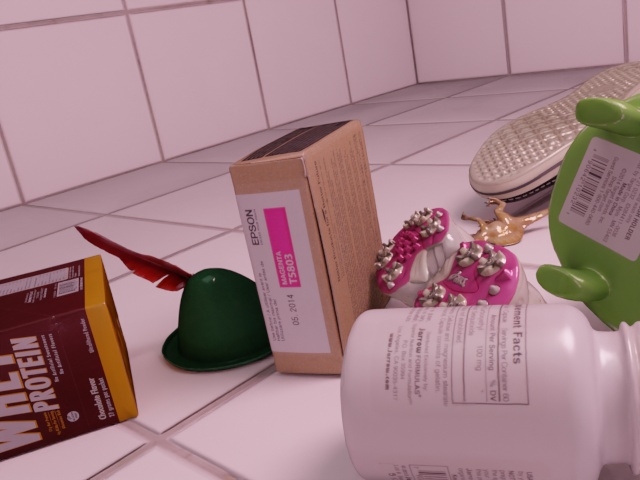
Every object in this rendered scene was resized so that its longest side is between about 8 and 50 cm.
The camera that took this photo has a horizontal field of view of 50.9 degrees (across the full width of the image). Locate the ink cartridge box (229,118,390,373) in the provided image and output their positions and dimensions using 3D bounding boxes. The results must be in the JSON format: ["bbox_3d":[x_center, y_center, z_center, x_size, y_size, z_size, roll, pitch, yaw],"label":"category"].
[{"bbox_3d":[0.000,0.000,0.748,0.088,0.234,0.193,-3,18,23],"label":"ink cartridge box"}]

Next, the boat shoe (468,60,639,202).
[{"bbox_3d":[0.452,-0.166,1.156,0.500,0.156,0.187,-30,27,-31],"label":"boat shoe"}]

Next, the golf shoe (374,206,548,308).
[{"bbox_3d":[0.147,0.055,0.699,0.115,0.140,0.306,-47,17,6],"label":"golf shoe"}]

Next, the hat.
[{"bbox_3d":[-0.126,0.036,0.790,0.173,0.183,0.208,1,20,31],"label":"hat"}]

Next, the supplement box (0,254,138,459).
[{"bbox_3d":[-0.314,0.122,0.721,0.194,0.129,0.191,-15,18,-15],"label":"supplement box"}]

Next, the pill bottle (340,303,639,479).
[{"bbox_3d":[0.141,0.111,0.484,0.229,0.131,0.131,-4,18,20],"label":"pill bottle"}]

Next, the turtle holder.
[{"bbox_3d":[0.376,-0.018,0.582,0.228,0.243,0.320,-3,-1,-38],"label":"turtle holder"}]

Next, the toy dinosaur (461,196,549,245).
[{"bbox_3d":[0.271,-0.022,0.997,0.183,0.053,0.092,-22,34,-10],"label":"toy dinosaur"}]
